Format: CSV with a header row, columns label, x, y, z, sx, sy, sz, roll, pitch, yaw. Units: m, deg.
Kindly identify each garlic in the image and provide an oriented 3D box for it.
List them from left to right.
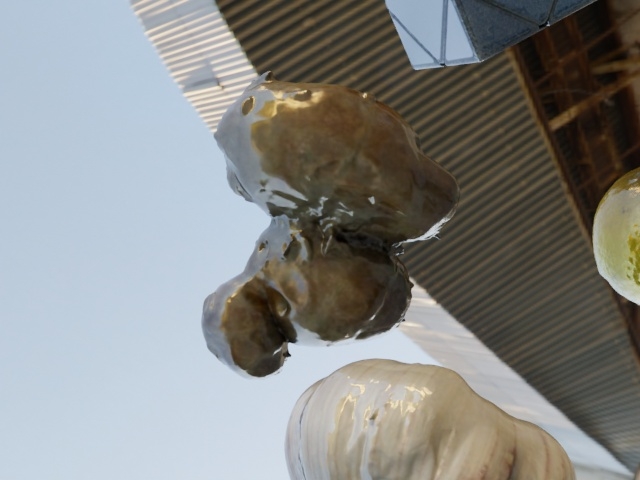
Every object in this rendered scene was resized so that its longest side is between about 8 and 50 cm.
label,x,y,z,sx,sy,sz,roll,pitch,yaw
garlic,0.045,0.201,0.548,0.199,0.199,0.226,42,-119,-30

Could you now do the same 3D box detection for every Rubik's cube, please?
label,x,y,z,sx,sy,sz,roll,pitch,yaw
Rubik's cube,0.203,-0.359,1.113,0.205,0.207,0.205,-29,-74,-11

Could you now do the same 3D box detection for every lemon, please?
label,x,y,z,sx,sy,sz,roll,pitch,yaw
lemon,0.601,-0.008,1.487,0.260,0.284,0.261,-3,-57,-5

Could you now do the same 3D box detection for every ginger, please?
label,x,y,z,sx,sy,sz,roll,pitch,yaw
ginger,0.000,0.000,0.850,0.244,0.155,0.304,10,-82,-7
